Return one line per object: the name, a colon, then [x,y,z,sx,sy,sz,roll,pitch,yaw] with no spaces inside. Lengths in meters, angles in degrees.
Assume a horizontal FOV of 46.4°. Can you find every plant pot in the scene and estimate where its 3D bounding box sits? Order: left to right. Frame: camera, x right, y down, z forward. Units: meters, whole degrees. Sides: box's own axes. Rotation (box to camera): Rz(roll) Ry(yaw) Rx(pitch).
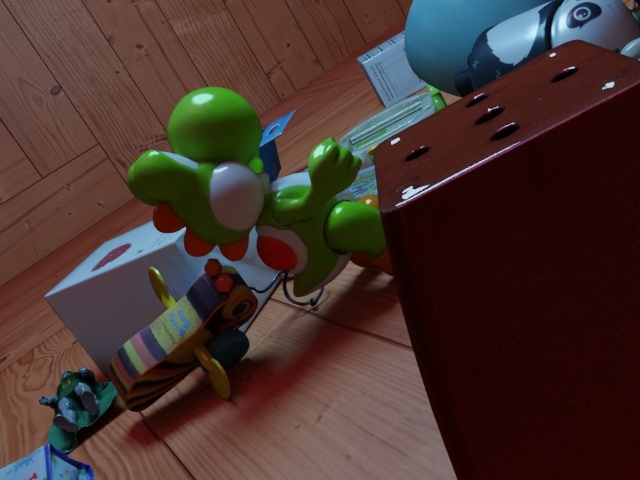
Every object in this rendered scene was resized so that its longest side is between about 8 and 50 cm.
plant pot: [0.325,-0.368,1.347,0.290,0.290,0.195,-34,50,-8]
plant pot: [0.172,0.008,0.545,0.267,0.235,0.267,-28,18,12]

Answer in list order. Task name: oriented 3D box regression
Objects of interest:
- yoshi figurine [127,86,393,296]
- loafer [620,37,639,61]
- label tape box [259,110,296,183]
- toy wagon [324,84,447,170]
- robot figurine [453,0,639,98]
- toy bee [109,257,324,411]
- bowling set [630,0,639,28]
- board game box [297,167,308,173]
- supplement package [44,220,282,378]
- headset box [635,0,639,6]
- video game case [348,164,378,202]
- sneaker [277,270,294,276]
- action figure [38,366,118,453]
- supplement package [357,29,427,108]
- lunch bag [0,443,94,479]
yoshi figurine: [-0.045,-0.078,0.916,0.203,0.362,0.203,-55,32,35]
loafer: [0.506,-0.232,0.864,0.319,0.112,0.111,-13,-7,18]
label tape box: [-0.178,-0.130,1.661,0.348,0.115,0.249,-33,16,16]
toy wagon: [0.133,-0.209,1.500,0.267,0.068,0.344,-27,18,13]
robot figurine: [0.340,-0.269,1.132,0.174,0.209,0.278,7,-10,-39]
toy bee: [-0.150,0.086,0.943,0.195,0.162,0.298,28,69,21]
bowling set: [0.527,-0.435,1.254,0.200,0.287,0.154,-7,-8,-15]
board game box: [-0.067,-0.102,1.602,0.103,0.026,0.154,-28,17,10]
supplement package: [-0.243,0.070,1.167,0.293,0.175,0.177,-21,21,31]
headset box: [0.527,-0.413,1.070,0.131,0.283,0.246,-37,8,43]
video game case: [0.082,-0.084,1.213,0.212,0.023,0.193,-19,20,38]
sneaker: [0.000,0.000,1.158,0.158,0.061,0.065,-24,12,19]
action figure: [-0.373,0.236,1.130,0.137,0.063,0.232,-40,15,-17]
supplement package: [0.235,-0.466,1.916,0.244,0.139,0.134,-29,19,6]
lunch bag: [-0.293,0.305,0.745,0.129,0.096,0.151,-30,46,6]
